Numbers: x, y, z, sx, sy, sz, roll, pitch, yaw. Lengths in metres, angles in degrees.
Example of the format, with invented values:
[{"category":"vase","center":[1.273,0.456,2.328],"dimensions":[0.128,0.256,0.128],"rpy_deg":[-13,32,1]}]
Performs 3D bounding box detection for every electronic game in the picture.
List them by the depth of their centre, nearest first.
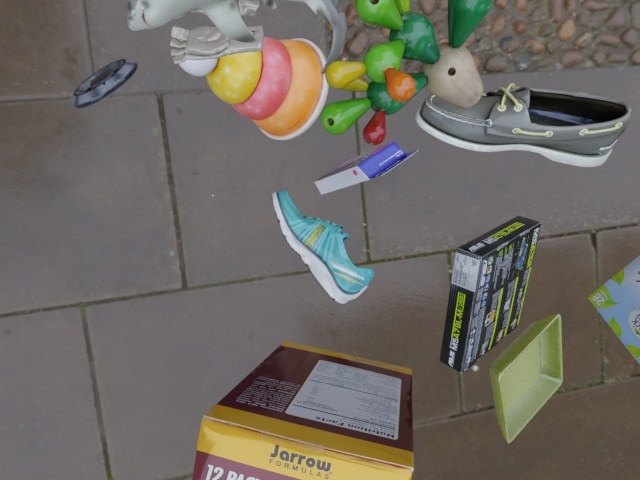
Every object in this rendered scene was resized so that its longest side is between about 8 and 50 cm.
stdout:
[{"category":"electronic game","center":[-0.652,-0.475,1.463],"dimensions":[0.229,0.229,0.048],"rpy_deg":[-38,130,-7]}]

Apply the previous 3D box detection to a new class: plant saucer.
[{"category":"plant saucer","center":[0.378,0.248,0.900],"dimensions":[0.188,0.045,0.188],"rpy_deg":[-33,123,-25]}]

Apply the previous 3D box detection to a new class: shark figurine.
[{"category":"shark figurine","center":[-0.072,-0.304,0.551],"dimensions":[0.279,0.166,0.116],"rpy_deg":[0,65,-20]}]

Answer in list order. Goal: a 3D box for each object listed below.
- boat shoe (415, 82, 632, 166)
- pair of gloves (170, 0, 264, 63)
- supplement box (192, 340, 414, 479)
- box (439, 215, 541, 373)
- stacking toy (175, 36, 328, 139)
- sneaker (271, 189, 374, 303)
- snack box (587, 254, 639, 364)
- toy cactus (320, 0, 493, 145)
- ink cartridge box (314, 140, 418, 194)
[{"category":"boat shoe","center":[0.303,-0.191,0.736],"dimensions":[0.305,0.091,0.109],"rpy_deg":[10,54,2]},{"category":"pair of gloves","center":[-0.231,-0.479,1.066],"dimensions":[0.204,0.042,0.240],"rpy_deg":[-8,59,-6]},{"category":"supplement box","center":[-0.008,0.205,0.376],"dimensions":[0.129,0.194,0.191],"rpy_deg":[10,93,10]},{"category":"box","center":[0.254,0.076,0.719],"dimensions":[0.184,0.045,0.190],"rpy_deg":[-23,124,-42]},{"category":"stacking toy","center":[-0.235,-0.533,1.523],"dimensions":[0.480,0.351,0.350],"rpy_deg":[6,95,-51]},{"category":"sneaker","center":[0.000,0.000,0.999],"dimensions":[0.110,0.107,0.275],"rpy_deg":[-40,82,3]},{"category":"snack box","center":[0.445,0.067,0.545],"dimensions":[0.070,0.174,0.207],"rpy_deg":[29,117,-20]},{"category":"toy cactus","center":[0.100,-0.165,0.418],"dimensions":[0.181,0.112,0.218],"rpy_deg":[17,111,-48]},{"category":"ink cartridge box","center":[0.140,-0.241,1.602],"dimensions":[0.176,0.371,0.069],"rpy_deg":[-36,105,-26]}]
